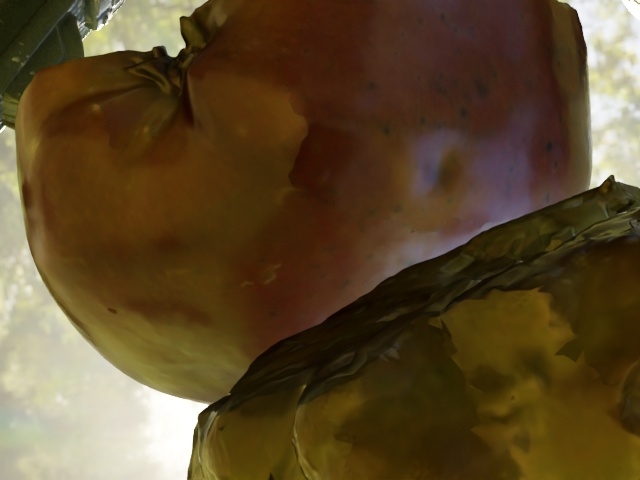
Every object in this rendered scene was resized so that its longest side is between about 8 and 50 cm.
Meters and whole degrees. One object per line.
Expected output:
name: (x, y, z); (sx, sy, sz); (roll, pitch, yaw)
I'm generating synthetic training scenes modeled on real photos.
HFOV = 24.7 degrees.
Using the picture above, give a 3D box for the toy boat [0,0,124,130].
toy boat: (-0.173, -0.171, 1.056); (0.085, 0.260, 0.078); (33, -26, 4)

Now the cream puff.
cream puff: (0.092, 0.085, 0.516); (0.185, 0.282, 0.282); (65, -13, 0)

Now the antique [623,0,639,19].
antique: (0.417, -0.257, 1.412); (0.284, 0.125, 0.150); (30, 0, 41)

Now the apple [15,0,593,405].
apple: (-0.007, -0.040, 0.893); (0.295, 0.329, 0.365); (28, 3, 29)
